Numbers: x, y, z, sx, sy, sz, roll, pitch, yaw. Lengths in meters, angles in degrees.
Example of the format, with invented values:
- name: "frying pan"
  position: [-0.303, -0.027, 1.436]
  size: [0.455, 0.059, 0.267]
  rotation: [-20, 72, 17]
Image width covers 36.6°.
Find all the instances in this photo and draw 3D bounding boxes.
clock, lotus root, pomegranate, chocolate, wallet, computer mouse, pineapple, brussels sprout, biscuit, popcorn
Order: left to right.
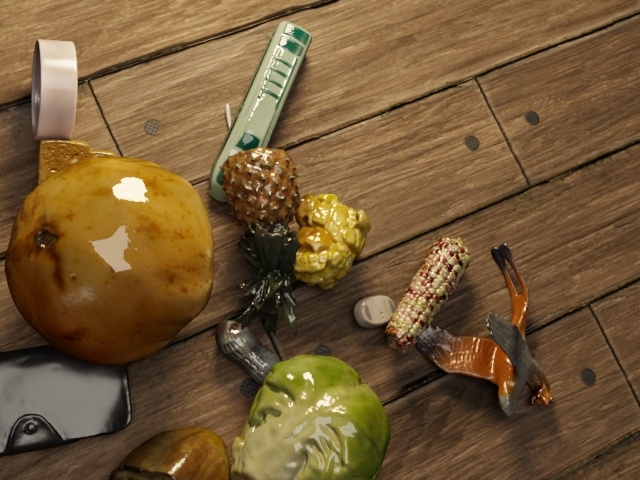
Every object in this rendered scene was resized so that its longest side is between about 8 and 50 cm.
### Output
- name: "wallet"
  position: [-0.546, 0.294, 1.797]
  size: [0.377, 0.051, 0.197]
  rotation: [-7, 76, -13]
- name: "clock"
  position: [-0.519, -0.290, 1.878]
  size: [0.068, 0.197, 0.197]
  rotation: [1, 76, -22]
- name: "biscuit"
  position: [-0.463, -0.107, 1.884]
  size: [0.212, 0.041, 0.239]
  rotation: [-42, 114, -6]
- name: "pomegranate"
  position: [-0.358, 0.034, 1.764]
  size: [0.410, 0.410, 0.410]
  rotation: [3, 75, -13]
- name: "lotus root"
  position: [-0.262, 0.433, 1.789]
  size: [0.180, 0.199, 0.188]
  rotation: [-54, 134, -47]
- name: "chocolate"
  position: [-0.140, 0.221, 1.901]
  size: [0.167, 0.072, 0.072]
  rotation: [41, 71, -3]
- name: "pineapple"
  position: [-0.100, 0.005, 1.868]
  size: [0.165, 0.165, 0.364]
  rotation: [-5, 82, -15]
- name: "brussels sprout"
  position: [-0.009, 0.373, 1.799]
  size: [0.274, 0.242, 0.316]
  rotation: [29, 65, -9]
- name: "popcorn"
  position: [0.019, 0.001, 1.966]
  size: [0.163, 0.140, 0.194]
  rotation: [1, 65, -5]
- name: "computer mouse"
  position: [0.109, 0.148, 1.996]
  size: [0.096, 0.039, 0.066]
  rotation: [-11, 79, -34]

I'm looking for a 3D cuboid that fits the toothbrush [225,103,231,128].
- name: "toothbrush"
  position: [-0.191, -0.210, 2.030]
  size: [0.017, 0.014, 0.162]
  rotation: [-8, 77, -1]

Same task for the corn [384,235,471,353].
- name: "corn"
  position: [0.218, 0.106, 1.999]
  size: [0.092, 0.092, 0.280]
  rotation: [38, 67, -2]

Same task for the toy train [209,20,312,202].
- name: "toy train"
  position: [-0.125, -0.266, 2.012]
  size: [0.086, 0.088, 0.407]
  rotation: [27, 70, -16]

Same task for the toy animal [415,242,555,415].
- name: "toy animal"
  position: [0.391, 0.207, 2.029]
  size: [0.302, 0.225, 0.284]
  rotation: [53, 50, -10]
